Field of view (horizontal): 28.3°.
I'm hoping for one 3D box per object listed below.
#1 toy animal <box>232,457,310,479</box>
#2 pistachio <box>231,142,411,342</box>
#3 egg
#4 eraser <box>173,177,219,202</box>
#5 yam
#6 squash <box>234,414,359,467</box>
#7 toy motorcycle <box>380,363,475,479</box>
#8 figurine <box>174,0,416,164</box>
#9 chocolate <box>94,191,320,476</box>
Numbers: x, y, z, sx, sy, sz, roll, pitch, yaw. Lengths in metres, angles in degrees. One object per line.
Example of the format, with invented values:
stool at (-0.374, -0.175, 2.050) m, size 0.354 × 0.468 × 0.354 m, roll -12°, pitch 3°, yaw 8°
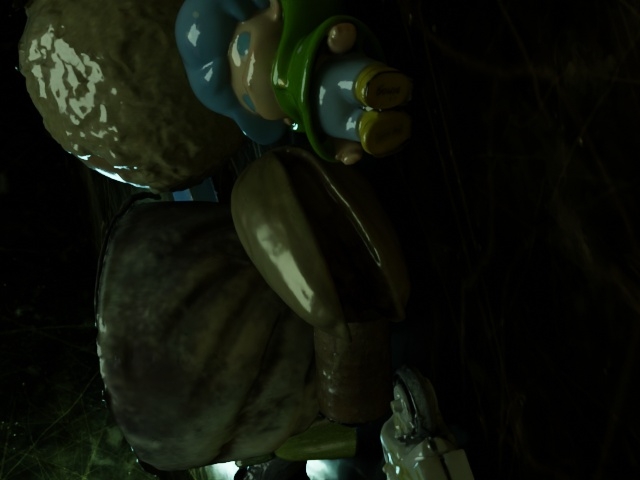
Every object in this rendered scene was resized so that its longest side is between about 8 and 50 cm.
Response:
toy animal at (-0.056, 0.244, 1.562) m, size 0.121 × 0.117 × 0.210 m, roll -112°, pitch 14°, yaw -50°
pistachio at (0.000, 0.000, 1.128) m, size 0.206 × 0.129 × 0.131 m, roll 60°, pitch 168°, yaw 28°
egg at (-0.176, -0.195, 1.313) m, size 0.279 × 0.279 × 0.310 m, roll 114°, pitch 152°, yaw -66°
eraser at (-0.212, -0.144, 1.913) m, size 0.144 × 0.043 × 0.312 m, roll 124°, pitch 131°, yaw -69°
yam at (0.032, 0.106, 1.204) m, size 0.084 × 0.084 × 0.127 m, roll -125°, pitch 30°, yaw -53°
squash at (-0.037, 0.212, 1.425) m, size 0.105 × 0.132 × 0.105 m, roll 165°, pitch 90°, yaw -76°
toy motorcycle at (0.098, 0.220, 1.073) m, size 0.151 × 0.074 × 0.228 m, roll 115°, pitch 138°, yaw -70°
figurine at (-0.020, -0.149, 1.076) m, size 0.263 × 0.143 × 0.162 m, roll 34°, pitch 145°, yaw 44°
chocolate at (-0.078, 0.087, 1.320) m, size 0.303 × 0.213 × 0.303 m, roll -4°, pitch -90°, yaw -72°
